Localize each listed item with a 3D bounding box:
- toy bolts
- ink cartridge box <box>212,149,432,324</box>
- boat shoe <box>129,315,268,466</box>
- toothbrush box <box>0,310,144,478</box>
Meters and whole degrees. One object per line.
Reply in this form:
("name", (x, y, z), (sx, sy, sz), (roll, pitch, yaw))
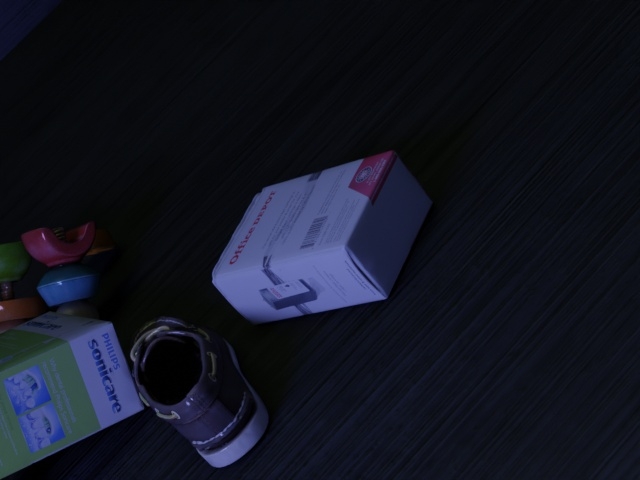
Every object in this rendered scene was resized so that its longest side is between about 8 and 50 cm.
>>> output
("toy bolts", (-0.358, 0.070, 2.107), (0.218, 0.158, 0.228), (-9, -5, -34))
("ink cartridge box", (0.000, 0.000, 1.724), (0.218, 0.092, 0.158), (-12, 39, 42))
("boat shoe", (-0.158, 0.146, 1.705), (0.116, 0.096, 0.324), (-43, 26, -3))
("toothbrush box", (-0.386, 0.195, 1.779), (0.283, 0.122, 0.206), (-26, 14, -28))
